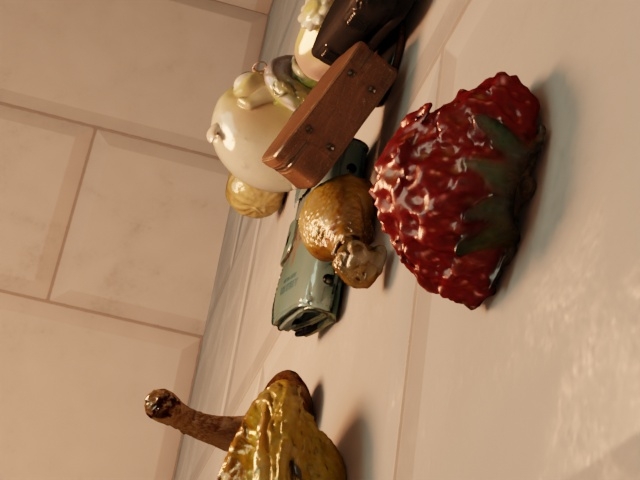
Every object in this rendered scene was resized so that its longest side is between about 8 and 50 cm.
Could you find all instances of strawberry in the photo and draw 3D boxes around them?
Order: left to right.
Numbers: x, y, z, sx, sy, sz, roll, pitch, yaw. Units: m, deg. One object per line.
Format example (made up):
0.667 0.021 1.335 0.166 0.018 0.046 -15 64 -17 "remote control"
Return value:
0.091 -0.045 0.979 0.236 0.111 0.190 168 113 -81 "strawberry"

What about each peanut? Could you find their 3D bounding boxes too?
-0.132 -0.112 2.501 0.224 0.129 0.129 -71 -3 -79 "peanut"

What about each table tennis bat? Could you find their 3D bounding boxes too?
0.086 -0.257 1.661 0.220 0.019 0.130 -107 33 -71 "table tennis bat"

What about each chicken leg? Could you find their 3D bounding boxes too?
0.030 -0.008 1.417 0.251 0.087 0.107 -110 39 -70 "chicken leg"

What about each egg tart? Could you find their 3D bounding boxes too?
-0.047 0.299 1.300 0.294 0.123 0.294 -164 90 -78 "egg tart"

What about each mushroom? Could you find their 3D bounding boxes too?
-0.133 0.255 1.585 0.148 0.217 0.227 -93 18 -60 "mushroom"

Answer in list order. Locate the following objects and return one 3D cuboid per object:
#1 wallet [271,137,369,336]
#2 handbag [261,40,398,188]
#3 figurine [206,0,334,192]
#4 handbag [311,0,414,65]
0.000 0.000 1.638 0.176 0.075 0.250 140 144 -66 "wallet"
0.009 -0.158 1.538 0.193 0.072 0.151 -55 10 -8 "handbag"
-0.012 -0.224 1.869 0.394 0.227 0.274 -56 50 36 "figurine"
0.083 -0.364 1.582 0.275 0.088 0.244 138 153 -75 "handbag"
